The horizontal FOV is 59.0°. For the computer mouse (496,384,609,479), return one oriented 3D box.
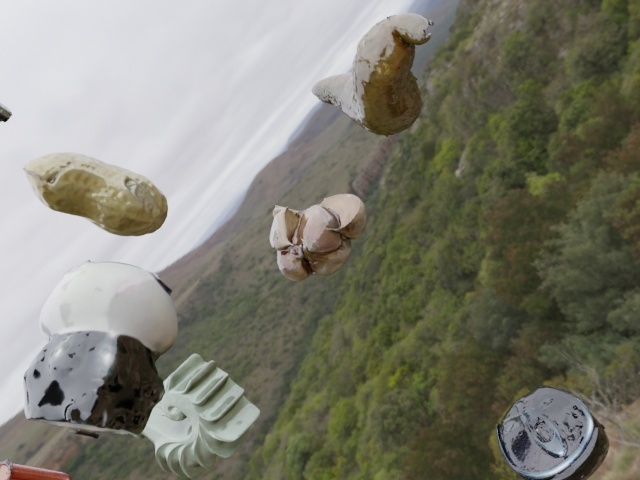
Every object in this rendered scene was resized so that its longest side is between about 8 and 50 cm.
[{"bbox_3d":[0.317,0.270,0.804,0.137,0.096,0.233,-47,-10,-1],"label":"computer mouse"}]

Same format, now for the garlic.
[{"bbox_3d":[0.000,0.000,1.222,0.214,0.160,0.191,-8,34,-3],"label":"garlic"}]

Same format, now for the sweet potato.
[{"bbox_3d":[0.074,-0.191,0.723,0.098,0.124,0.310,-38,10,-8],"label":"sweet potato"}]

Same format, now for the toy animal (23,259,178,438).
[{"bbox_3d":[-0.340,0.169,0.889,0.212,0.213,0.266,-39,38,50],"label":"toy animal"}]

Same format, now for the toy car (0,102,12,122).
[{"bbox_3d":[-0.379,-0.164,0.622,0.025,0.093,0.041,-49,-16,-5],"label":"toy car"}]

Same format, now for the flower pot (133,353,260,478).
[{"bbox_3d":[-0.340,0.471,1.475,0.367,0.254,0.164,-43,0,34],"label":"flower pot"}]

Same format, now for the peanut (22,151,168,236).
[{"bbox_3d":[-0.522,-0.108,1.335,0.158,0.340,0.174,-45,35,34],"label":"peanut"}]

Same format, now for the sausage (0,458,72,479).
[{"bbox_3d":[-0.452,0.387,0.910,0.048,0.145,0.050,1,64,33],"label":"sausage"}]
